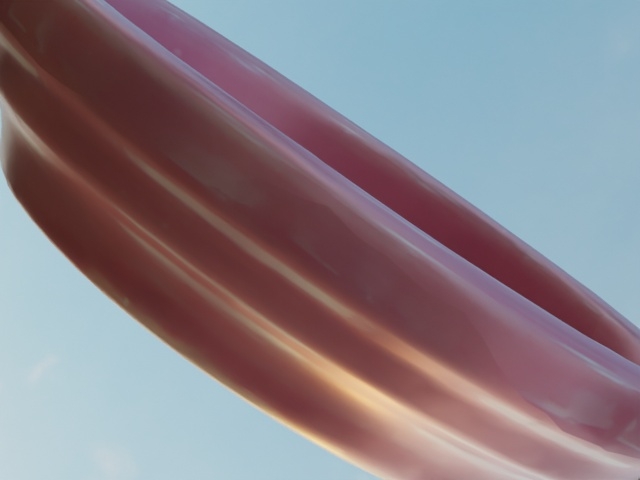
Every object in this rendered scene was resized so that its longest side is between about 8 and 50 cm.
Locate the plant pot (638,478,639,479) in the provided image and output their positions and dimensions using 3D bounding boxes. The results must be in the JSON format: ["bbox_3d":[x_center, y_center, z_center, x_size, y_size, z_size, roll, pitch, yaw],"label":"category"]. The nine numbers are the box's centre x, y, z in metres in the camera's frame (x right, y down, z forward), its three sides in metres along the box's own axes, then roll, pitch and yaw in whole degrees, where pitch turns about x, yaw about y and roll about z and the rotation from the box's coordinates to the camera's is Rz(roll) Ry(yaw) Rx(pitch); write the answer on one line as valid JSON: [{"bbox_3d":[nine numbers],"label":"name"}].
[{"bbox_3d":[0.369,0.234,1.122,0.201,0.180,0.201,-11,-110,33],"label":"plant pot"}]

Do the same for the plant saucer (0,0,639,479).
[{"bbox_3d":[0.000,0.000,0.523,0.084,0.332,0.332,-56,-138,7],"label":"plant saucer"}]
